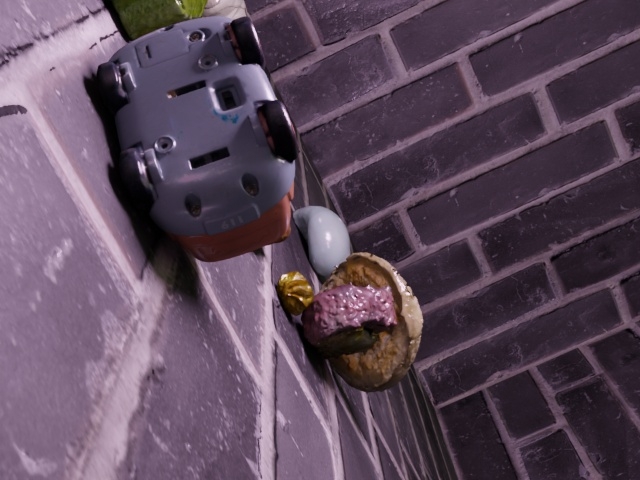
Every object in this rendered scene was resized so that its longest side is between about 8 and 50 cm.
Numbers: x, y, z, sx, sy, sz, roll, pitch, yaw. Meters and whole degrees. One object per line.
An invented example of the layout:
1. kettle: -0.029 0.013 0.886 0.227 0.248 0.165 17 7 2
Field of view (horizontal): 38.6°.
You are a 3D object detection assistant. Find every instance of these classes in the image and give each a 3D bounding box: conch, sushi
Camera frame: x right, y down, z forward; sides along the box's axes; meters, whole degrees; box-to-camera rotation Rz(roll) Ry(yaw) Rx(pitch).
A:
1. conch: 0.006 0.001 2.317 0.221 0.121 0.185 -116 -154 -44
2. sushi: 0.027 0.156 1.683 0.161 0.241 0.107 6 64 -38

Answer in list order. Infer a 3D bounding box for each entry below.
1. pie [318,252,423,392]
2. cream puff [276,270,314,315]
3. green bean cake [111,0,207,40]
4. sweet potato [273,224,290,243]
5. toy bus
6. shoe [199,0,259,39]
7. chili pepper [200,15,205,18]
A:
1. pie: 0.088 0.159 1.780 0.055 0.274 0.274 -2 60 -43
2. cream puff: -0.048 0.094 1.619 0.058 0.083 0.083 10 53 -26
3. green bean cake: -0.272 -0.427 1.410 0.222 0.125 0.248 64 6 -10
4. sweet potato: -0.114 -0.033 1.522 0.281 0.059 0.067 35 66 -73
5. toy bus: -0.129 -0.111 1.091 0.232 0.194 0.287 71 -3 -58
6. shoe: -0.221 -0.527 2.287 0.210 0.132 0.342 62 2 -1
7. chili pepper: -0.243 -0.406 1.990 0.052 0.050 0.201 94 -23 -67
